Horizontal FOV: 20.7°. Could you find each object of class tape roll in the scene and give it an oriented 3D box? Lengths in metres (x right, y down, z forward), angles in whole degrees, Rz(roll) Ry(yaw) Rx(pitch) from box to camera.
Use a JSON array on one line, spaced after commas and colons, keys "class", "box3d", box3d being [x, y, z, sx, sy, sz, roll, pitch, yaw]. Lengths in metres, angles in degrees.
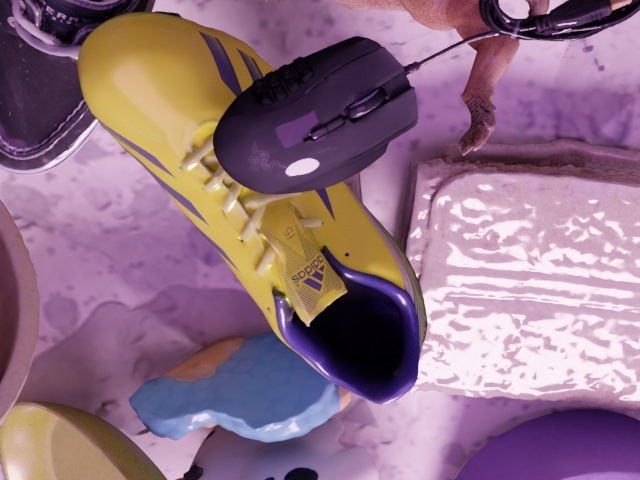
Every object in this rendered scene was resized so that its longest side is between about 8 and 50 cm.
[{"class": "tape roll", "box3d": [0.180, 0.217, 1.212, 0.189, 0.080, 0.189, -3, 116, -6]}]

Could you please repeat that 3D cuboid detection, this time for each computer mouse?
[{"class": "computer mouse", "box3d": [0.054, -0.085, 0.895, 0.242, 0.041, 0.071, -25, 111, 15]}]

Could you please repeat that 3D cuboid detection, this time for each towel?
[{"class": "towel", "box3d": [0.184, 0.029, 1.125, 0.282, 0.049, 0.187, 7, 125, -4]}]

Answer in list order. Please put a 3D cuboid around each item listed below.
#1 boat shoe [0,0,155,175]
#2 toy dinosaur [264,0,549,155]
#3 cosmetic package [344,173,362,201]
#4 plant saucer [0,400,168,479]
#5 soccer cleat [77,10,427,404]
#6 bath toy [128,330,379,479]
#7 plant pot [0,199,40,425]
[{"class": "boat shoe", "box3d": [-0.137, -0.147, 0.978, 0.108, 0.102, 0.301, 22, 122, -13]}, {"class": "toy dinosaur", "box3d": [0.075, -0.191, 0.938, 0.200, 0.127, 0.296, 43, 110, -16]}, {"class": "cosmetic package", "box3d": [0.000, 0.000, 1.112, 0.060, 0.041, 0.115, -6, 124, 4]}, {"class": "plant saucer", "box3d": [-0.133, 0.206, 1.181, 0.037, 0.241, 0.241, -31, 130, -30]}, {"class": "soccer cleat", "box3d": [-0.027, -0.016, 0.990, 0.093, 0.121, 0.289, -33, 125, 13]}, {"class": "bath toy", "box3d": [-0.013, 0.237, 1.191, 0.129, 0.151, 0.348, -26, 111, -16]}, {"class": "plant pot", "box3d": [-0.363, 0.119, 1.065, 0.334, 0.333, 0.305, 15, 135, -9]}]
